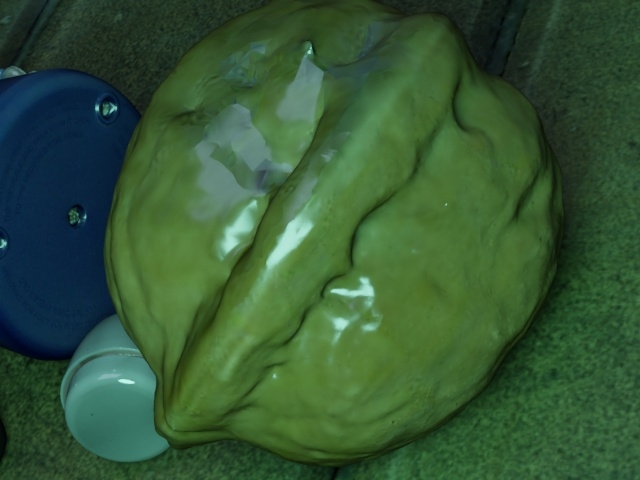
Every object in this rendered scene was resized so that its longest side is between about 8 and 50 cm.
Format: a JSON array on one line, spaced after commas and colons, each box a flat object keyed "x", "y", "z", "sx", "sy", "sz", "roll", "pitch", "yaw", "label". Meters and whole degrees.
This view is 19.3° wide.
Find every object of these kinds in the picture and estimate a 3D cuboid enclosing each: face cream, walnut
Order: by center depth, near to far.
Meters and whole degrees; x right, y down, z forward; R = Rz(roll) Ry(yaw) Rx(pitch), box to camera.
[{"x": 0.013, "y": -0.006, "z": 1.504, "sx": 0.383, "sy": 0.383, "sz": 0.384, "roll": -19, "pitch": 40, "yaw": 17, "label": "walnut"}, {"x": -0.168, "y": 0.128, "z": 1.656, "sx": 0.117, "sy": 0.117, "sz": 0.104, "roll": -19, "pitch": 33, "yaw": 17, "label": "face cream"}]

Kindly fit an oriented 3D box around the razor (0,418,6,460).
[{"x": -0.422, "y": 0.081, "z": 1.707, "sx": 0.204, "sy": 0.349, "sz": 0.113, "roll": 10, "pitch": 44, "yaw": 43, "label": "razor"}]

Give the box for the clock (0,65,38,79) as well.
[{"x": -0.377, "y": -0.094, "z": 2.055, "sx": 0.194, "sy": 0.100, "sz": 0.195, "roll": 14, "pitch": 55, "yaw": 47, "label": "clock"}]

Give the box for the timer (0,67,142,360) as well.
[{"x": -0.371, "y": -0.032, "z": 1.838, "sx": 0.383, "sy": 0.270, "sz": 0.270, "roll": 4, "pitch": 51, "yaw": 37, "label": "timer"}]
